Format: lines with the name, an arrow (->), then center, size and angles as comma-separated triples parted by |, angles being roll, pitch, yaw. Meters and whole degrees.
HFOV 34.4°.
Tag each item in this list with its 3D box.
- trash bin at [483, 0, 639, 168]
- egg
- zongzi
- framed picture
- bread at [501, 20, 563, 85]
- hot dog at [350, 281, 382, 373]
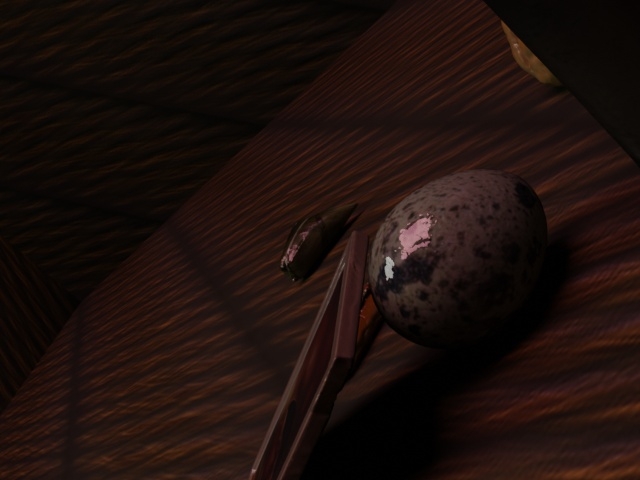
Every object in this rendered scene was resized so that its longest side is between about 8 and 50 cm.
trash bin -> 0.228, -0.218, 0.781 | 0.203, 0.301, 0.252 | -49, 16, -7
egg -> 0.115, 0.011, 0.842 | 0.172, 0.132, 0.132 | -45, 11, -22
zongzi -> 0.000, 0.000, 1.439 | 0.113, 0.052, 0.104 | -24, 32, 30
framed picture -> -0.023, 0.159, 0.867 | 0.211, 0.020, 0.290 | -79, 11, -64
bread -> 0.293, -0.289, 1.136 | 0.244, 0.134, 0.244 | -45, 10, 11
hot dog -> 0.028, 0.094, 1.075 | 0.056, 0.041, 0.133 | -29, 23, 53
